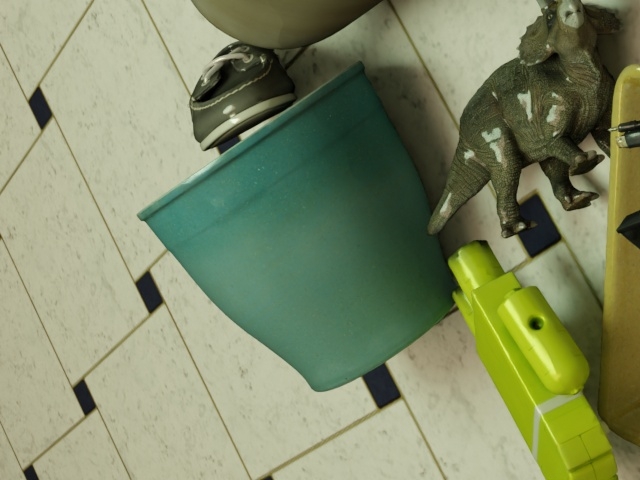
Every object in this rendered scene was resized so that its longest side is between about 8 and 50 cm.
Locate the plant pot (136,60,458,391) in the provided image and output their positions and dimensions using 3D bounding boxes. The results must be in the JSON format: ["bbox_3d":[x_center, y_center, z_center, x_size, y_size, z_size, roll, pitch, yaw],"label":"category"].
[{"bbox_3d":[0.000,0.000,1.328,0.255,0.271,0.271,55,143,-4],"label":"plant pot"}]

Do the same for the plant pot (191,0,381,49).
[{"bbox_3d":[-0.018,-0.321,1.187,0.323,0.323,0.280,62,159,11],"label":"plant pot"}]

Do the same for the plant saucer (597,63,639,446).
[{"bbox_3d":[0.374,0.044,1.008,0.333,0.081,0.333,22,123,45],"label":"plant saucer"}]

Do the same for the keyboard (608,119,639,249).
[{"bbox_3d":[0.323,-0.048,0.869,0.201,0.033,0.317,37,146,-20],"label":"keyboard"}]

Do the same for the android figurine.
[{"bbox_3d":[0.198,0.134,1.187,0.273,0.056,0.248,61,175,26],"label":"android figurine"}]

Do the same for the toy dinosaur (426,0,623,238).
[{"bbox_3d":[0.190,-0.105,1.170,0.313,0.121,0.160,-51,54,54],"label":"toy dinosaur"}]

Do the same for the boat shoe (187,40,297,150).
[{"bbox_3d":[-0.089,-0.159,1.348,0.095,0.112,0.335,62,-177,-6],"label":"boat shoe"}]
